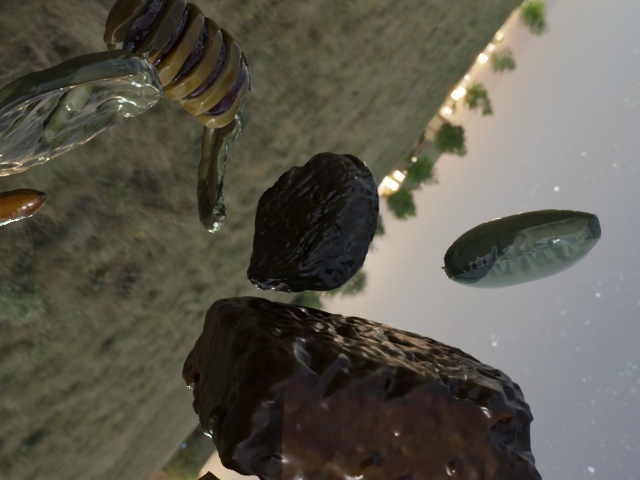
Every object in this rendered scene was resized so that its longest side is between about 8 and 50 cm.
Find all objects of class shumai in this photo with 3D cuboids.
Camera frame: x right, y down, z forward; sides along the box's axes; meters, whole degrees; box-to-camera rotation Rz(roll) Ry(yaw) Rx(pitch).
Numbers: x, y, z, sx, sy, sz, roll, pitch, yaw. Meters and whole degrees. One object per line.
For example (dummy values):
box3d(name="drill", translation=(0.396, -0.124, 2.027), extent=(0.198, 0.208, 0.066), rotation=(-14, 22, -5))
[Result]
box3d(name="shumai", translation=(0.004, -0.001, 1.257), extent=(0.185, 0.183, 0.218), rotation=(55, 41, -59))

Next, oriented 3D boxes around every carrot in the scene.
box3d(name="carrot", translation=(-0.292, -0.016, 0.705), extent=(0.190, 0.037, 0.037), rotation=(-18, -160, 34))

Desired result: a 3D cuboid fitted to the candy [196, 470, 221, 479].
box3d(name="candy", translation=(-0.134, 0.350, 0.850), extent=(0.088, 0.146, 0.276), rotation=(-59, 167, 14))

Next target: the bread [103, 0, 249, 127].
box3d(name="bread", translation=(-0.187, -0.263, 1.168), extent=(0.081, 0.225, 0.134), rotation=(-1, -118, 48))

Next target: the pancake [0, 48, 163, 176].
box3d(name="pancake", translation=(-0.287, -0.140, 0.930), extent=(0.242, 0.050, 0.242), rotation=(-29, 174, -3))

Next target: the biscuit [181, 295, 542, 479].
box3d(name="biscuit", translation=(0.043, 0.193, 1.055), extent=(0.342, 0.395, 0.166), rotation=(-160, -95, -70))

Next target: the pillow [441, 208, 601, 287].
box3d(name="pillow", translation=(0.342, 0.014, 1.457), extent=(0.255, 0.120, 0.322), rotation=(-15, 174, 13))

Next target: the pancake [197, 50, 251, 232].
box3d(name="pancake", translation=(-0.162, -0.158, 1.386), extent=(0.288, 0.033, 0.286), rotation=(126, -32, -57))
